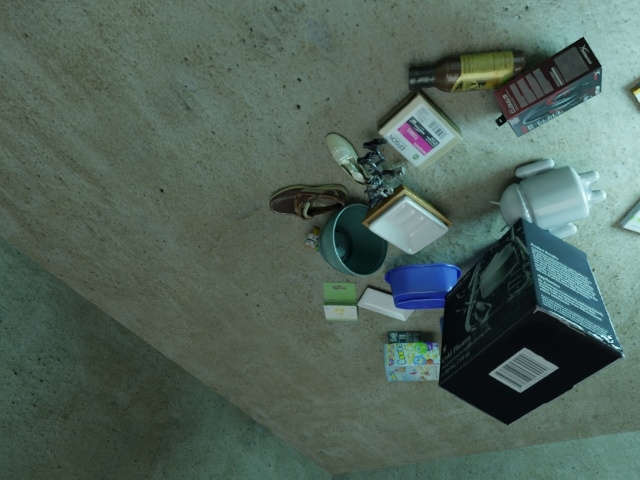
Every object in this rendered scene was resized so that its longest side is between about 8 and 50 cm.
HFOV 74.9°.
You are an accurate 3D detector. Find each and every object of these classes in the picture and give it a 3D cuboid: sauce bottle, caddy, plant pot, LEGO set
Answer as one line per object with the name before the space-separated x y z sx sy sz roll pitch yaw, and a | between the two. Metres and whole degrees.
sauce bottle | 0.452 -0.527 1.323 0.344 0.111 0.111 -1 130 13
caddy | 0.462 0.192 1.888 0.341 0.179 0.241 -4 152 12
plant pot | 0.112 0.010 1.750 0.293 0.293 0.196 40 151 -23
LEGO set | 0.000 0.000 1.860 0.087 0.093 0.227 15 173 43

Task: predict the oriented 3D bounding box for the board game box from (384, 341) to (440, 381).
board game box | 0.478 0.628 2.168 0.275 0.142 0.144 -6 128 13

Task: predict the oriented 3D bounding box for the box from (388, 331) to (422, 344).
box | 0.460 0.568 2.266 0.180 0.078 0.147 -3 129 12

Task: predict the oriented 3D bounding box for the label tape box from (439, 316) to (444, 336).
label tape box | 0.810 0.429 2.069 0.347 0.115 0.249 22 130 -12

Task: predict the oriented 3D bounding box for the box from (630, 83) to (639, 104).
box | 1.063 -0.456 1.330 0.136 0.028 0.081 37 126 -23

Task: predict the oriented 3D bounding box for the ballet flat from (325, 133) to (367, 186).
ballet flat | 0.108 -0.299 1.592 0.086 0.086 0.248 -30 119 30

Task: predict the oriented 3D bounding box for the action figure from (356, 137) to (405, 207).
action figure | 0.224 -0.227 1.535 0.140 0.164 0.276 10 146 28

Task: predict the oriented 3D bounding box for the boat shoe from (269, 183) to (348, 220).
boat shoe | -0.058 -0.148 1.720 0.341 0.123 0.123 -3 129 12

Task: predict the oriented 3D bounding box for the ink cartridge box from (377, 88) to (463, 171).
ink cartridge box | 0.348 -0.386 1.473 0.234 0.088 0.193 36 125 -20

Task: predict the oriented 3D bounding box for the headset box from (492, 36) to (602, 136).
headset box | 0.678 -0.444 1.280 0.293 0.110 0.218 -28 163 29

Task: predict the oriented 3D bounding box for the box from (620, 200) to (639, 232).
box | 1.268 -0.108 1.581 0.145 0.038 0.186 16 132 -4

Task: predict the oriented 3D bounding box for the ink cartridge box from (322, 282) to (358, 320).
ink cartridge box | 0.101 0.316 2.133 0.171 0.056 0.235 0 132 11

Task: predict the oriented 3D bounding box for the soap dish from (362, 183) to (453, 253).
soap dish | 0.347 -0.085 1.681 0.290 0.118 0.229 29 130 -28

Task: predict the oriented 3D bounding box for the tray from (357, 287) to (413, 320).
tray | 0.336 0.316 2.106 0.270 0.030 0.145 19 131 -7

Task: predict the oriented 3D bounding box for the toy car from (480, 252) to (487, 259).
toy car | 0.825 0.155 1.748 0.219 0.238 0.210 31 128 -17

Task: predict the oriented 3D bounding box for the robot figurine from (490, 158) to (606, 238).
robot figurine | 0.819 -0.141 1.522 0.353 0.199 0.300 -18 85 23

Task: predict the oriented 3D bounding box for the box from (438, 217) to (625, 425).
box | 0.668 0.270 1.434 0.297 0.472 0.480 30 128 -1
